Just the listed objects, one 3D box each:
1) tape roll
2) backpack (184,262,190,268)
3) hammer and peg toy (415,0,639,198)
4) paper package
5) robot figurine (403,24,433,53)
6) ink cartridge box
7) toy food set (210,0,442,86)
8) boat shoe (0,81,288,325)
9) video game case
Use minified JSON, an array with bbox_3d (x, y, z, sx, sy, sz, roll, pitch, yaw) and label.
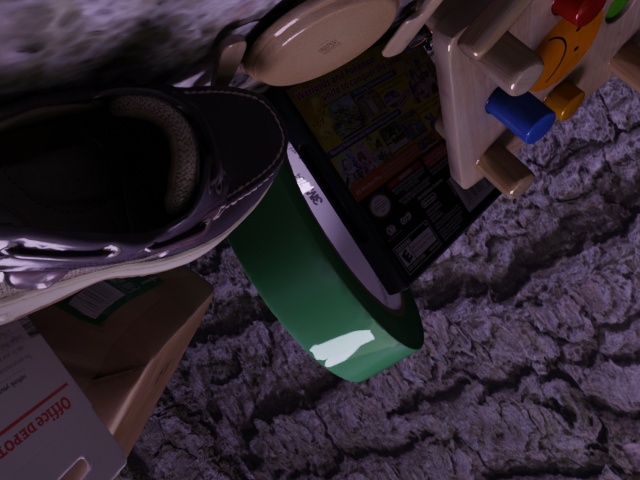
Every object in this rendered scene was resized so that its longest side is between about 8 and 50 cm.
[{"bbox_3d":[0.000,0.000,0.764,0.077,0.321,0.321,-32,-176,14],"label":"tape roll"},{"bbox_3d":[-0.311,0.045,1.258,0.152,0.115,0.182,-32,-179,-3],"label":"backpack"},{"bbox_3d":[0.200,-0.203,0.590,0.266,0.127,0.361,-38,153,-3],"label":"hammer and peg toy"},{"bbox_3d":[-0.245,0.145,0.580,0.309,0.168,0.325,-61,-178,4],"label":"paper package"},{"bbox_3d":[0.210,-0.289,0.807,0.211,0.085,0.291,-34,-177,32],"label":"robot figurine"},{"bbox_3d":[-0.190,0.077,0.345,0.060,0.180,0.104,-34,-177,10],"label":"ink cartridge box"},{"bbox_3d":[-0.003,-0.154,0.488,0.192,0.038,0.132,-24,174,-22],"label":"toy food set"},{"bbox_3d":[-0.097,-0.036,0.360,0.092,0.102,0.285,-28,180,39],"label":"boat shoe"},{"bbox_3d":[0.092,-0.109,0.787,0.035,0.248,0.275,-27,-172,47],"label":"video game case"}]
